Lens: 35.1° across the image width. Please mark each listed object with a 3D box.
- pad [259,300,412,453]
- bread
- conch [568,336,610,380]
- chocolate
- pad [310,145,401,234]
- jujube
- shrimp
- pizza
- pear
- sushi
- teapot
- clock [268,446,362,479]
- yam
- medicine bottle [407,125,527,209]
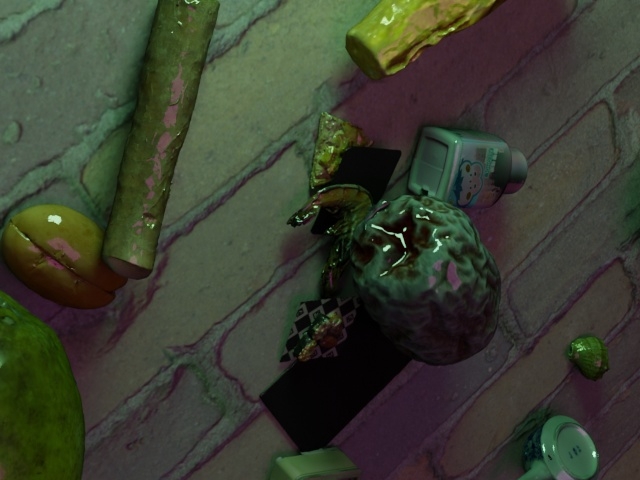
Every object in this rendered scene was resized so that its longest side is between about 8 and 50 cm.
[{"bbox_3d":[0.048,0.213,1.689,0.300,0.005,0.202,-43,132,-14],"label":"pad"},{"bbox_3d":[-0.312,0.026,1.265,0.189,0.077,0.114,40,80,-40],"label":"bread"},{"bbox_3d":[0.555,0.238,2.077,0.121,0.074,0.089,27,66,-25],"label":"conch"},{"bbox_3d":[0.224,-0.384,1.432,0.445,0.162,0.162,-43,131,-12],"label":"chocolate"},{"bbox_3d":[0.054,-0.073,1.529,0.112,0.003,0.157,1,125,-39],"label":"pad"},{"bbox_3d":[0.163,0.060,1.539,0.226,0.226,0.317,-49,144,-8],"label":"jujube"},{"bbox_3d":[0.002,0.002,1.518,0.147,0.035,0.195,6,113,-45],"label":"shrimp"},{"bbox_3d":[0.022,-0.139,1.480,0.123,0.026,0.109,-39,128,-16],"label":"pizza"},{"bbox_3d":[-0.429,0.234,1.099,0.352,0.352,0.414,26,95,-43],"label":"pear"},{"bbox_3d":[0.009,0.146,1.588,0.126,0.026,0.120,-2,122,-38],"label":"sushi"},{"bbox_3d":[0.476,0.448,2.070,0.232,0.159,0.159,-21,124,-42],"label":"teapot"},{"bbox_3d":[-0.026,0.453,1.699,0.146,0.071,0.192,2,112,-40],"label":"clock"},{"bbox_3d":[-0.200,-0.129,1.238,0.081,0.081,0.357,14,89,-42],"label":"yam"},{"bbox_3d":[0.241,-0.115,1.619,0.188,0.094,0.119,0,110,-38],"label":"medicine bottle"}]
